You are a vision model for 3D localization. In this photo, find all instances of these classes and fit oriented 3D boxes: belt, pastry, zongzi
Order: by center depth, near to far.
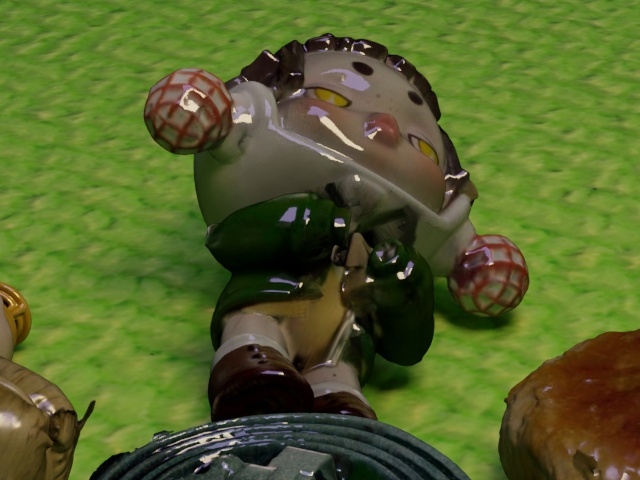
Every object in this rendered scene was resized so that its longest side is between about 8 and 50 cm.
[{"bbox_3d":[-0.203,0.158,0.871,0.099,0.194,0.197,34,43,14],"label":"zongzi"},{"bbox_3d":[-0.010,0.184,0.873,0.206,0.116,0.267,-14,28,-16],"label":"belt"},{"bbox_3d":[0.194,0.116,1.015,0.182,0.093,0.192,-8,29,-8],"label":"pastry"}]

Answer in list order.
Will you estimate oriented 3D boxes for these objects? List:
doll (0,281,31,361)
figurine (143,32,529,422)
[{"bbox_3d":[-0.231,0.059,1.147,0.073,0.084,0.127,9,23,20],"label":"doll"},{"bbox_3d":[0.000,0.000,1.179,0.281,0.167,0.370,28,35,-17],"label":"figurine"}]
